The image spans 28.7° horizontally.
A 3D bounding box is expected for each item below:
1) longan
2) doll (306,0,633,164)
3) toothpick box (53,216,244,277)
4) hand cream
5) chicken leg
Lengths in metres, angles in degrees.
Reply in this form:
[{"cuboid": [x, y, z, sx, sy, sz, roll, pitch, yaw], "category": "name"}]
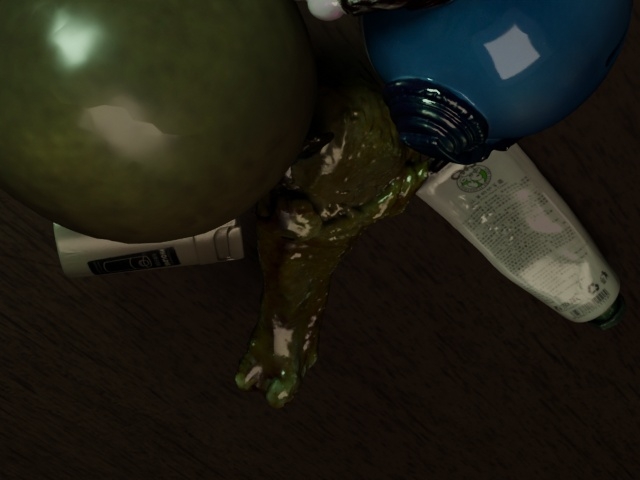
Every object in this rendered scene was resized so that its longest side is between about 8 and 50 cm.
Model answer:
[{"cuboid": [-0.154, -0.131, 1.029, 0.297, 0.297, 0.297, -6, 137, -5], "category": "longan"}, {"cuboid": [0.121, -0.219, 1.027, 0.240, 0.284, 0.310, 14, 159, 40], "category": "doll"}, {"cuboid": [-0.171, -0.025, 1.265, 0.180, 0.111, 0.111, -7, 137, -2], "category": "toothpick box"}, {"cuboid": [0.238, -0.006, 1.408, 0.121, 0.076, 0.336, -37, 124, 19], "category": "hand cream"}, {"cuboid": [0.004, -0.014, 1.273, 0.211, 0.140, 0.361, -25, 142, -35], "category": "chicken leg"}]
